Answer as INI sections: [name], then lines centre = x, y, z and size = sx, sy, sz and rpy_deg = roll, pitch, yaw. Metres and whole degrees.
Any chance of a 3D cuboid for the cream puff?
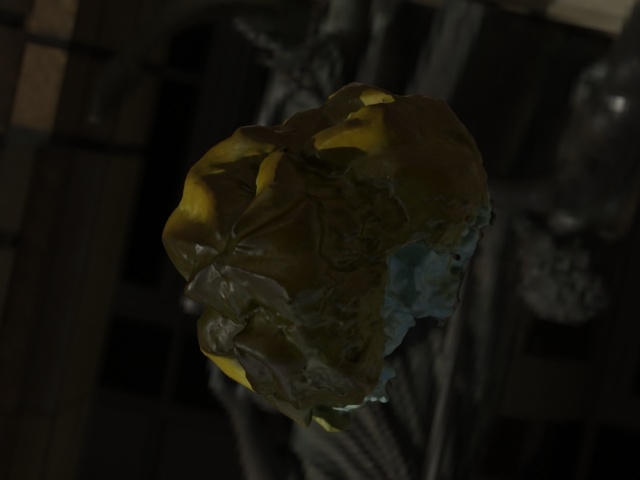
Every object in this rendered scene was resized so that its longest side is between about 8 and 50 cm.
[cream puff]
centre = 0.000, 0.000, 0.775
size = 0.121, 0.156, 0.156
rpy_deg = 37, -172, 11
